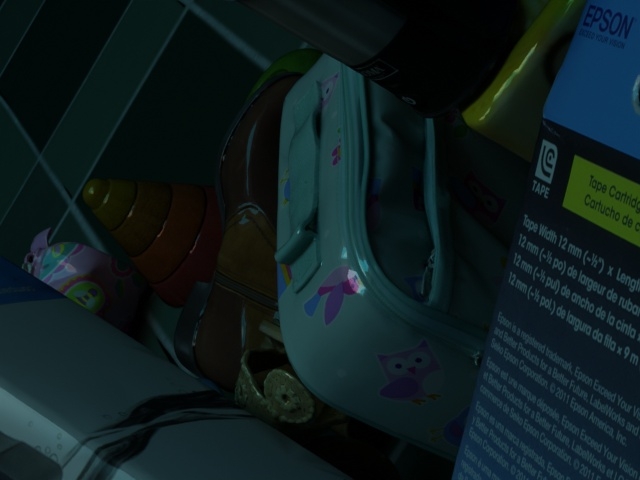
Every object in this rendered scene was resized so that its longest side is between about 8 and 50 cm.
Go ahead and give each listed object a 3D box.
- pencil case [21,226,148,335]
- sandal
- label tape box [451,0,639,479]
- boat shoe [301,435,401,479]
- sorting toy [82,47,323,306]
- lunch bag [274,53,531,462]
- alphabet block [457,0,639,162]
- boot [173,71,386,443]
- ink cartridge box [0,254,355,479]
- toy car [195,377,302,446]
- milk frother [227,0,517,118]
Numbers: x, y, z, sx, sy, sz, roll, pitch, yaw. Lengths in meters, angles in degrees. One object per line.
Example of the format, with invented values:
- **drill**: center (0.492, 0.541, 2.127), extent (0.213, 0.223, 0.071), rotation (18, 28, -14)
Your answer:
- **pencil case**: center (-0.244, 0.135, 1.602), extent (0.124, 0.124, 0.284), rotation (-24, 46, 51)
- **sandal**: center (-0.015, 0.101, 1.120), extent (0.079, 0.088, 0.240), rotation (-63, 3, -2)
- **label tape box**: center (0.176, 0.075, 0.824), extent (0.249, 0.115, 0.348), rotation (-143, 66, -64)
- **boat shoe**: center (-0.067, 0.263, 1.177), extent (0.342, 0.123, 0.123), rotation (-63, 27, 10)
- **sorting toy**: center (-0.085, -0.113, 1.550), extent (0.365, 0.126, 0.127), rotation (-53, 28, 18)
- **lunch bag**: center (0.077, -0.001, 1.050), extent (0.108, 0.224, 0.279), rotation (-44, 31, 32)
- **alphabet block**: center (0.188, -0.131, 1.009), extent (0.192, 0.197, 0.193), rotation (-52, 28, 17)
- **boot**: center (0.000, 0.000, 1.328), extent (0.280, 0.096, 0.264), rotation (8, 72, 61)
- **ink cartridge box**: center (-0.160, 0.211, 1.037), extent (0.395, 0.166, 0.286), rotation (29, 105, 24)
- **toy car**: center (-0.142, 0.245, 1.295), extent (0.210, 0.219, 0.238), rotation (18, 114, 55)
- **milk frother**: center (0.043, -0.161, 0.922), extent (0.129, 0.134, 0.143), rotation (-23, 46, 51)
